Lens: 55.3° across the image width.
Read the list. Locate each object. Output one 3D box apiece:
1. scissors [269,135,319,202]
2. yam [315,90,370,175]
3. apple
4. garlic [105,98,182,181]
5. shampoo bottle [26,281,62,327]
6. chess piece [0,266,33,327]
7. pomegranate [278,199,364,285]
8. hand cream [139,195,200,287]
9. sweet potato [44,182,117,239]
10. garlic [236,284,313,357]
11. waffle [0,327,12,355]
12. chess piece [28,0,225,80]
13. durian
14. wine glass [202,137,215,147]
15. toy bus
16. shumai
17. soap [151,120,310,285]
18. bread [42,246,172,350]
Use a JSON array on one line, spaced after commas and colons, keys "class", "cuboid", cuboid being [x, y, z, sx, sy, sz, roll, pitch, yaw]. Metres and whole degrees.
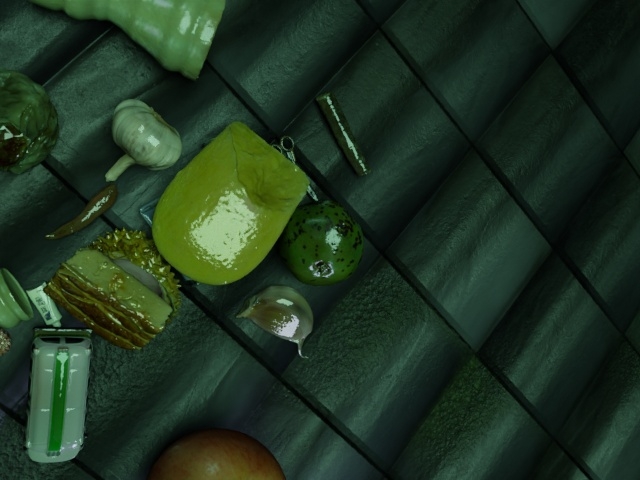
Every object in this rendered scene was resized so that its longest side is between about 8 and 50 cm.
[{"class": "scissors", "cuboid": [-0.069, -0.201, 1.796, 0.088, 0.017, 0.220, -39, 106, -19]}, {"class": "yam", "cuboid": [0.071, -0.317, 1.836, 0.061, 0.061, 0.274, -34, 105, -20]}, {"class": "apple", "cuboid": [-0.260, 0.665, 1.553, 0.364, 0.364, 0.363, 0, 91, -24]}, {"class": "garlic", "cuboid": [-0.476, -0.231, 1.545, 0.226, 0.199, 0.199, -42, 108, 9]}, {"class": "shampoo bottle", "cuboid": [-0.675, 0.174, 1.522, 0.049, 0.034, 0.141, -30, 104, -26]}, {"class": "chess piece", "cuboid": [-0.817, 0.183, 1.410, 0.251, 0.144, 0.144, -30, 102, -14]}, {"class": "pomegranate", "cuboid": [0.000, 0.000, 1.716, 0.255, 0.270, 0.254, -5, 124, -7]}, {"class": "hand cream", "cuboid": [-0.386, 0.007, 1.634, 0.088, 0.055, 0.255, -38, 106, -40]}, {"class": "sweet potato", "cuboid": [-0.596, -0.063, 1.547, 0.214, 0.050, 0.050, -44, 107, -14]}, {"class": "garlic", "cuboid": [-0.085, 0.222, 1.757, 0.267, 0.148, 0.128, 42, 38, -15]}, {"class": "waffle", "cuboid": [-0.792, 0.249, 1.473, 0.083, 0.029, 0.075, -19, 98, -20]}, {"class": "chess piece", "cuboid": [-0.476, -0.584, 1.507, 0.443, 0.234, 0.233, 18, 83, -20]}, {"class": "durian", "cuboid": [-0.440, 0.091, 1.543, 0.185, 0.196, 0.305, -42, 104, -25]}, {"class": "wine glass", "cuboid": [-0.260, -0.211, 1.680, 0.073, 0.073, 0.155, -27, 102, -21]}, {"class": "toy bus", "cuboid": [-0.625, 0.372, 1.461, 0.143, 0.179, 0.305, 5, 93, -24]}, {"class": "shumai", "cuboid": [-0.725, -0.288, 1.395, 0.225, 0.222, 0.260, -25, 96, -19]}, {"class": "soap", "cuboid": [-0.234, -0.091, 1.579, 0.306, 0.115, 0.427, 38, 74, -13]}, {"class": "bread", "cuboid": [-0.517, 0.148, 1.491, 0.275, 0.185, 0.114, 39, 47, -15]}]
